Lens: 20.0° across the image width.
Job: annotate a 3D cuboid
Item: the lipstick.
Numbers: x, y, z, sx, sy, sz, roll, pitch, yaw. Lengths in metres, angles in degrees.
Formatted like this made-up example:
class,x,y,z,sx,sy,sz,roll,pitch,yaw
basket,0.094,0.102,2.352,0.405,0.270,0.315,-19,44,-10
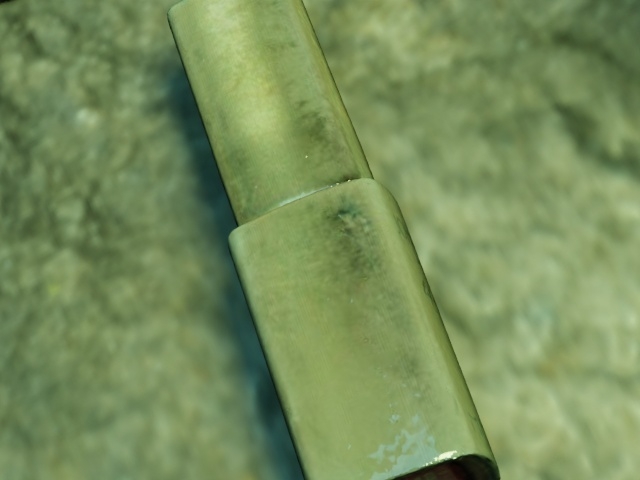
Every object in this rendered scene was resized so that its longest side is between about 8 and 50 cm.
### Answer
class,x,y,z,sx,sy,sz,roll,pitch,yaw
lipstick,0.000,0.000,0.797,0.077,0.079,0.253,-22,66,6
